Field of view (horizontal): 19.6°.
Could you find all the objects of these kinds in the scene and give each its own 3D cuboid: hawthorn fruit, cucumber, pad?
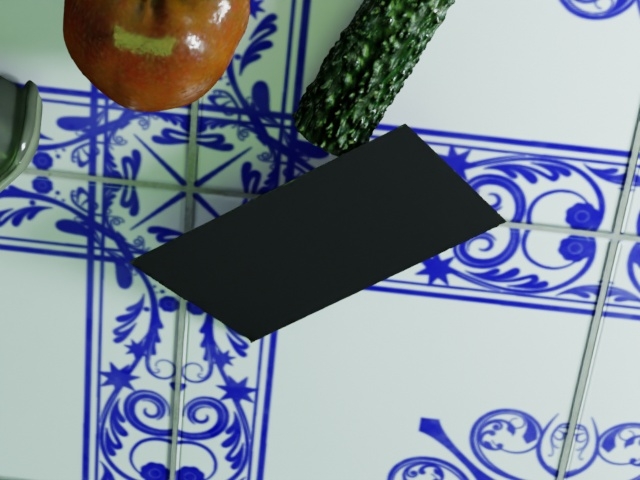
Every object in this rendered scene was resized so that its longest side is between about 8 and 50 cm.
[{"bbox_3d":[-0.177,-0.220,1.949,0.196,0.197,0.225,11,151,-3],"label":"hawthorn fruit"},{"bbox_3d":[0.087,-0.243,1.942,0.096,0.096,0.359,23,125,-12],"label":"cucumber"},{"bbox_3d":[0.000,0.000,2.125,0.367,0.007,0.247,-27,142,21],"label":"pad"}]

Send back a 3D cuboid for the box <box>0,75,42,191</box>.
[{"bbox_3d":[-0.454,-0.100,2.048,0.178,0.138,0.274,33,122,-29],"label":"box"}]
